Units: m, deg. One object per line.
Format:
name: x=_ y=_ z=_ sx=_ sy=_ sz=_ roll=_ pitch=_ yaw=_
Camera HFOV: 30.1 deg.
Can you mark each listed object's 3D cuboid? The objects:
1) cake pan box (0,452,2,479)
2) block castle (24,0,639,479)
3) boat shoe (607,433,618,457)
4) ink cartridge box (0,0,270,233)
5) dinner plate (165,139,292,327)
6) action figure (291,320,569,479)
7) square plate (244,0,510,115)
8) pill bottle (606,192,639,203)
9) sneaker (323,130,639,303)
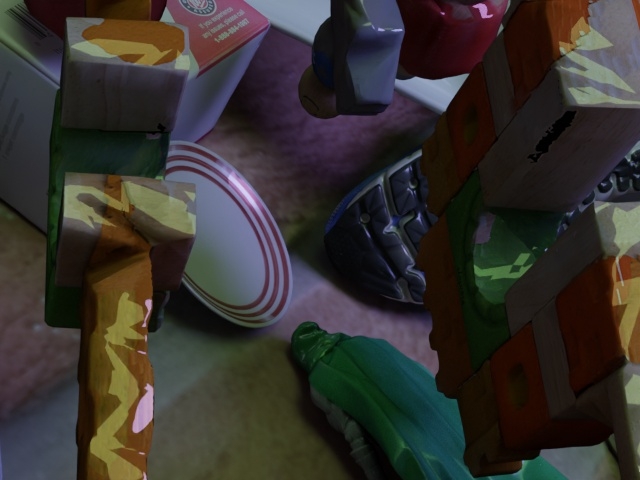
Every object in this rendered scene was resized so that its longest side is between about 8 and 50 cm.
cake pan box: x=-0.276 y=0.000 z=0.575 sx=0.246 sy=0.070 sz=0.267 roll=32 pitch=31 yaw=-41
block castle: x=0.000 y=0.000 z=0.611 sx=0.303 sy=0.213 sz=0.453 roll=2 pitch=63 yaw=-15
boat shoe: x=0.249 y=0.156 z=0.850 sx=0.056 sy=0.049 sz=0.152 roll=5 pitch=46 yaw=-30
ink cartridge box: x=-0.209 y=-0.162 z=0.815 sx=0.283 sy=0.117 sz=0.207 roll=38 pitch=39 yaw=5
dinner plate: x=-0.071 y=-0.003 z=0.796 sx=0.141 sy=0.017 sz=0.141 roll=38 pitch=35 yaw=-34
action figure: x=0.065 y=0.128 z=0.740 sx=0.232 sy=0.063 sz=0.137 roll=42 pitch=37 yaw=24
square plate: x=0.051 y=-0.290 z=0.913 sx=0.347 sy=0.049 sz=0.344 roll=27 pitch=78 yaw=11
pill bottle: x=0.337 y=-0.023 z=1.050 sx=0.208 sy=0.117 sz=0.117 roll=1 pitch=48 yaw=-35
sneaker: x=0.136 y=-0.048 z=0.935 sx=0.330 sy=0.147 sz=0.129 roll=-25 pitch=106 yaw=-28
